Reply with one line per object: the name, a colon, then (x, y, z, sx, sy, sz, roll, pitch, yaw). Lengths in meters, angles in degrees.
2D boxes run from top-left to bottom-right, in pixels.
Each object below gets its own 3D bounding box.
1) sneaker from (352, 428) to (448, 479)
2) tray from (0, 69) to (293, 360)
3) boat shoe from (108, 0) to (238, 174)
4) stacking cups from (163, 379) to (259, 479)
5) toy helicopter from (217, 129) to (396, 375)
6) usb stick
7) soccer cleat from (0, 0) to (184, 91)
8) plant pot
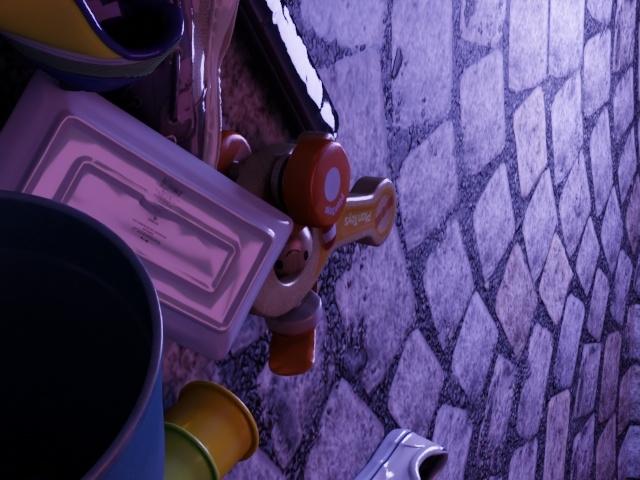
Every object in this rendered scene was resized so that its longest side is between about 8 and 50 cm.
sneaker: (0.092, 0.347, 1.342, 0.258, 0.091, 0.094, -51, 137, -43)
tray: (-0.140, -0.010, 0.807, 0.270, 0.030, 0.145, 32, 82, -36)
boat shoe: (-0.136, -0.134, 0.853, 0.092, 0.103, 0.285, 1, 107, -36)
stacking cups: (-0.176, 0.240, 0.857, 0.316, 0.096, 0.096, -41, 130, -49)
toy helicopter: (0.000, 0.000, 1.075, 0.355, 0.140, 0.235, -15, 110, -62)
usb stick: (-0.044, -0.197, 1.043, 0.278, 0.045, 0.077, 60, 32, -46)
soccer cleat: (-0.210, -0.183, 0.640, 0.289, 0.121, 0.093, 25, 59, -47)
plant pot: (-0.218, 0.150, 0.621, 0.271, 0.272, 0.255, -55, 155, -40)
